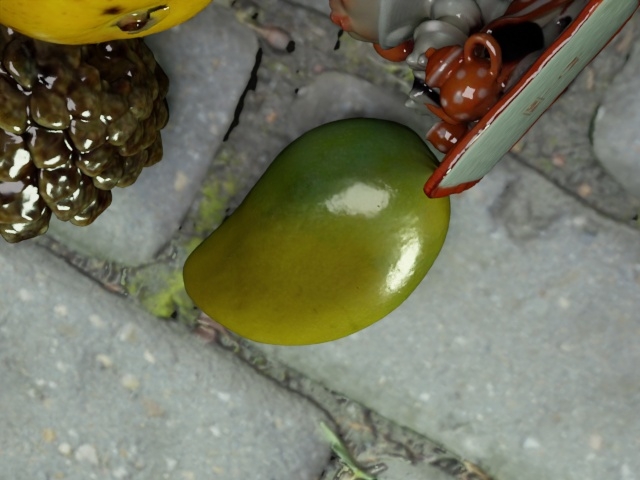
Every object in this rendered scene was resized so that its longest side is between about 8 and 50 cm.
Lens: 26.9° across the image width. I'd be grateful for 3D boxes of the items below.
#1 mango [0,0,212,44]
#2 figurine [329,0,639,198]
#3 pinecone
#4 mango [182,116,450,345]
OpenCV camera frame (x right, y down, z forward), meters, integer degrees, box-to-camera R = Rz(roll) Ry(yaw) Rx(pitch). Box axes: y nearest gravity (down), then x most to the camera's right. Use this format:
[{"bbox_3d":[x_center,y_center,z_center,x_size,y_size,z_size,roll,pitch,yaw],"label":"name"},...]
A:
[{"bbox_3d":[-0.126,-0.220,0.721,0.191,0.290,0.160,27,125,-37],"label":"mango"},{"bbox_3d":[0.047,-0.160,0.753,0.226,0.183,0.160,45,103,8],"label":"figurine"},{"bbox_3d":[-0.200,-0.083,0.821,0.204,0.179,0.184,-29,108,36],"label":"pinecone"},{"bbox_3d":[0.004,0.001,0.859,0.122,0.085,0.191,37,122,-13],"label":"mango"}]
